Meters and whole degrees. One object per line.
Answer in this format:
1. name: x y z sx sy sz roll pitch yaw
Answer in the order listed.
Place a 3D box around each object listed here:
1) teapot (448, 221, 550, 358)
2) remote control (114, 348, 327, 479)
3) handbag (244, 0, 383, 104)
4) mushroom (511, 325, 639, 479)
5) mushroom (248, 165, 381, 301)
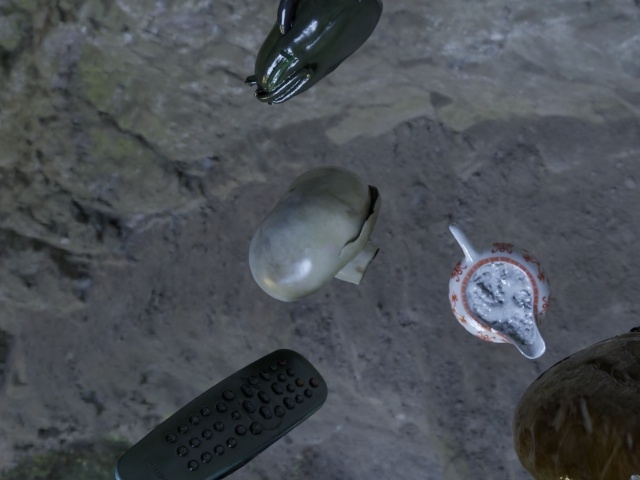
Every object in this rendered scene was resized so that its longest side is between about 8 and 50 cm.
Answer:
1. teapot: 0.281 0.073 1.370 0.159 0.245 0.116 -41 2 22
2. remote control: -0.082 0.164 0.743 0.072 0.222 0.042 47 136 17
3. handbag: -0.009 -0.133 0.560 0.111 0.072 0.047 -46 71 21
4. mushroom: 0.264 0.161 0.659 0.286 0.151 0.156 -9 97 36
5. mushroom: 0.000 0.000 0.859 0.154 0.122 0.154 -51 12 15
